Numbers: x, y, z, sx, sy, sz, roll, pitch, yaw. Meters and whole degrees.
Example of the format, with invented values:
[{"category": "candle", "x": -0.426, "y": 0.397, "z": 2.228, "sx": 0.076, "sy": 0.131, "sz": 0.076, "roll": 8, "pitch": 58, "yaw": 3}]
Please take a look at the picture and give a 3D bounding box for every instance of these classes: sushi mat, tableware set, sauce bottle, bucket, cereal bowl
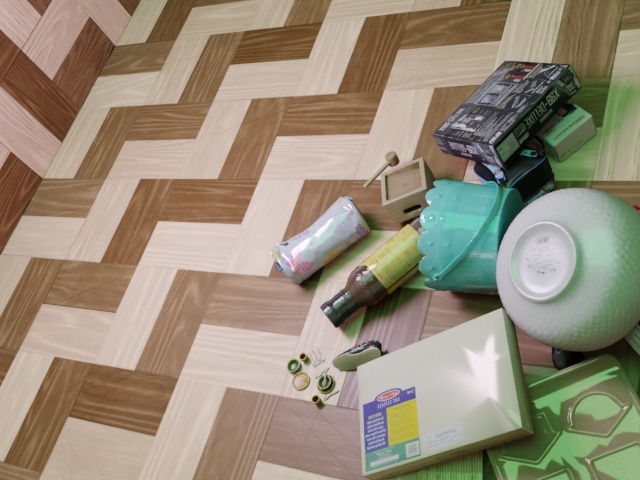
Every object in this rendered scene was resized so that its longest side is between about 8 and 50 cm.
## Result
[{"category": "sushi mat", "x": 0.268, "y": 0.556, "z": 1.643, "sx": 0.151, "sy": 0.019, "sz": 0.316, "roll": -8, "pitch": 55, "yaw": 23}, {"category": "tableware set", "x": -0.025, "y": 0.342, "z": 1.954, "sx": 0.104, "sy": 0.024, "sz": 0.154, "roll": -33, "pitch": 49, "yaw": 5}, {"category": "sauce bottle", "x": 0.150, "y": 0.085, "z": 1.975, "sx": 0.344, "sy": 0.111, "sz": 0.111, "roll": -38, "pitch": 48, "yaw": -2}, {"category": "bucket", "x": 0.359, "y": -0.009, "z": 1.830, "sx": 0.183, "sy": 0.281, "sz": 0.281, "roll": 4, "pitch": 61, "yaw": 28}, {"category": "cereal bowl", "x": 0.483, "y": 0.052, "z": 1.569, "sx": 0.339, "sy": 0.141, "sz": 0.339, "roll": -17, "pitch": 69, "yaw": 50}]

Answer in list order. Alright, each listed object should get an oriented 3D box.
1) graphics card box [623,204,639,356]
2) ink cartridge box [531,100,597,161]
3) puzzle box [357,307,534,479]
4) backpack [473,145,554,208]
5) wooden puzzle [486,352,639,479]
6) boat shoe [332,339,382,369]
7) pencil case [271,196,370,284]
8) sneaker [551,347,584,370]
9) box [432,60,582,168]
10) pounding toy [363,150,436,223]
[{"category": "graphics card box", "x": 0.676, "y": 0.088, "z": 1.624, "sx": 0.232, "sy": 0.094, "sz": 0.371, "roll": -12, "pitch": 44, "yaw": -21}, {"category": "ink cartridge box", "x": 0.602, "y": -0.303, "z": 2.018, "sx": 0.127, "sy": 0.072, "sz": 0.175, "roll": -39, "pitch": 48, "yaw": 0}, {"category": "puzzle box", "x": 0.253, "y": 0.340, "z": 1.702, "sx": 0.409, "sy": 0.052, "sz": 0.272, "roll": -28, "pitch": 47, "yaw": 33}, {"category": "backpack", "x": 0.478, "y": -0.169, "z": 1.965, "sx": 0.158, "sy": 0.117, "sz": 0.173, "roll": -40, "pitch": 34, "yaw": -3}, {"category": "wooden puzzle", "x": 0.512, "y": 0.439, "z": 1.554, "sx": 0.322, "sy": 0.080, "sz": 0.348, "roll": -26, "pitch": 54, "yaw": 12}, {"category": "boat shoe", "x": 0.091, "y": 0.282, "z": 1.920, "sx": 0.133, "sy": 0.049, "sz": 0.042, "roll": -22, "pitch": 22, "yaw": 23}, {"category": "pencil case", "x": 0.000, "y": 0.000, "z": 2.117, "sx": 0.273, "sy": 0.113, "sz": 0.124, "roll": -36, "pitch": 70, "yaw": 2}, {"category": "sneaker", "x": 0.508, "y": 0.166, "z": 1.739, "sx": 0.162, "sy": 0.106, "sz": 0.281, "roll": -3, "pitch": 48, "yaw": 36}, {"category": "box", "x": 0.470, "y": -0.331, "z": 2.000, "sx": 0.307, "sy": 0.076, "sz": 0.242, "roll": -46, "pitch": 31, "yaw": -12}, {"category": "pounding toy", "x": 0.216, "y": -0.148, "z": 2.121, "sx": 0.181, "sy": 0.094, "sz": 0.206, "roll": -21, "pitch": 41, "yaw": 21}]
